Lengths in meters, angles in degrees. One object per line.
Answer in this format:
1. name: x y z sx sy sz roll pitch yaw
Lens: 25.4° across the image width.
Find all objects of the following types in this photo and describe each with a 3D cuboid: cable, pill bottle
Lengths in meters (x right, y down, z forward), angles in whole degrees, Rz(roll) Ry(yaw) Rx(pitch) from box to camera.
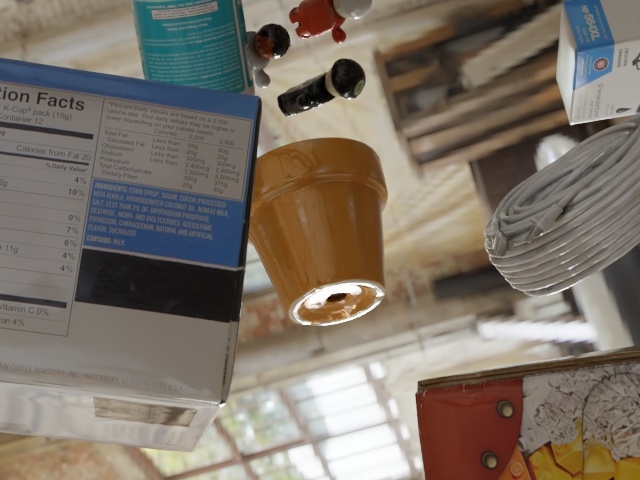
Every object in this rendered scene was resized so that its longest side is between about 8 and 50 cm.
1. cable: 0.293 -0.045 1.524 0.089 0.257 0.257 54 -178 -7
2. pill bottle: -0.167 -0.250 1.885 0.146 0.146 0.264 -91 -6 -68

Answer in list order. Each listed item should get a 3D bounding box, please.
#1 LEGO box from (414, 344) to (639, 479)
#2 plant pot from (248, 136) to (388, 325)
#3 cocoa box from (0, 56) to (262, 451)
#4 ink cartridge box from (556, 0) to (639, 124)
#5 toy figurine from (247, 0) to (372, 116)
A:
1. LEGO box: 0.275 0.232 0.791 0.500 0.193 0.372 0 -100 -57
2. plant pot: 0.000 0.000 1.828 0.205 0.205 0.188 62 -168 -63
3. cocoa box: -0.183 0.027 1.109 0.347 0.232 0.227 122 155 -74
4. ink cartridge box: 0.400 -0.232 1.741 0.148 0.203 0.085 80 -179 -55
5. toy figurine: -0.036 -0.300 2.011 0.210 0.148 0.213 26 -118 -37
